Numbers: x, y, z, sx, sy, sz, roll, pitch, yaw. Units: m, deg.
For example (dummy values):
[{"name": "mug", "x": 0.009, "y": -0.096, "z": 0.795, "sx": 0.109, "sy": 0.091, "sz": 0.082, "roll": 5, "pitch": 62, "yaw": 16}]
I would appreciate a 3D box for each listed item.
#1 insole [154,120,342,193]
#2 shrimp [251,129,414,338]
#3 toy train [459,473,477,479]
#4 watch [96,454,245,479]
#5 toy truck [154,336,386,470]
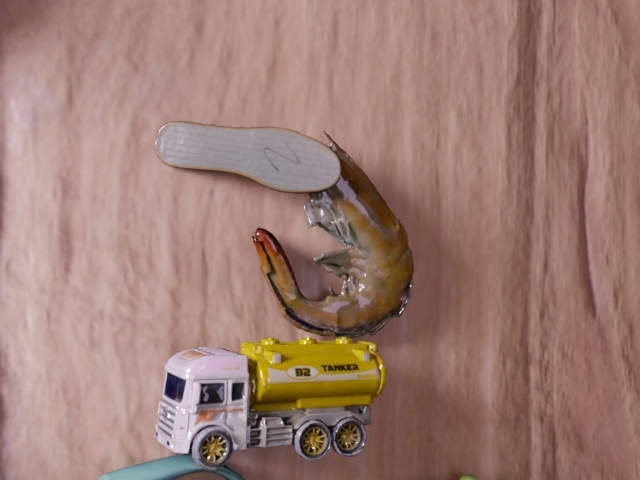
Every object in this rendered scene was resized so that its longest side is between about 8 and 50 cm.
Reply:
[{"name": "insole", "x": -0.071, "y": -0.085, "z": 0.721, "sx": 0.188, "sy": 0.004, "sz": 0.064, "roll": 8, "pitch": 95, "yaw": -2}, {"name": "shrimp", "x": 0.000, "y": 0.000, "z": 0.774, "sx": 0.253, "sy": 0.058, "sz": 0.173, "roll": 45, "pitch": 79, "yaw": -17}, {"name": "toy train", "x": 0.176, "y": 0.352, "z": 0.834, "sx": 0.253, "sy": 0.105, "sz": 0.157, "roll": 7, "pitch": 72, "yaw": -25}, {"name": "watch", "x": -0.154, "y": 0.321, "z": 0.687, "sx": 0.195, "sy": 0.068, "sz": 0.237, "roll": 31, "pitch": 73, "yaw": -25}, {"name": "toy truck", "x": -0.046, "y": 0.154, "z": 0.722, "sx": 0.226, "sy": 0.098, "sz": 0.114, "roll": 3, "pitch": 86, "yaw": -28}]
